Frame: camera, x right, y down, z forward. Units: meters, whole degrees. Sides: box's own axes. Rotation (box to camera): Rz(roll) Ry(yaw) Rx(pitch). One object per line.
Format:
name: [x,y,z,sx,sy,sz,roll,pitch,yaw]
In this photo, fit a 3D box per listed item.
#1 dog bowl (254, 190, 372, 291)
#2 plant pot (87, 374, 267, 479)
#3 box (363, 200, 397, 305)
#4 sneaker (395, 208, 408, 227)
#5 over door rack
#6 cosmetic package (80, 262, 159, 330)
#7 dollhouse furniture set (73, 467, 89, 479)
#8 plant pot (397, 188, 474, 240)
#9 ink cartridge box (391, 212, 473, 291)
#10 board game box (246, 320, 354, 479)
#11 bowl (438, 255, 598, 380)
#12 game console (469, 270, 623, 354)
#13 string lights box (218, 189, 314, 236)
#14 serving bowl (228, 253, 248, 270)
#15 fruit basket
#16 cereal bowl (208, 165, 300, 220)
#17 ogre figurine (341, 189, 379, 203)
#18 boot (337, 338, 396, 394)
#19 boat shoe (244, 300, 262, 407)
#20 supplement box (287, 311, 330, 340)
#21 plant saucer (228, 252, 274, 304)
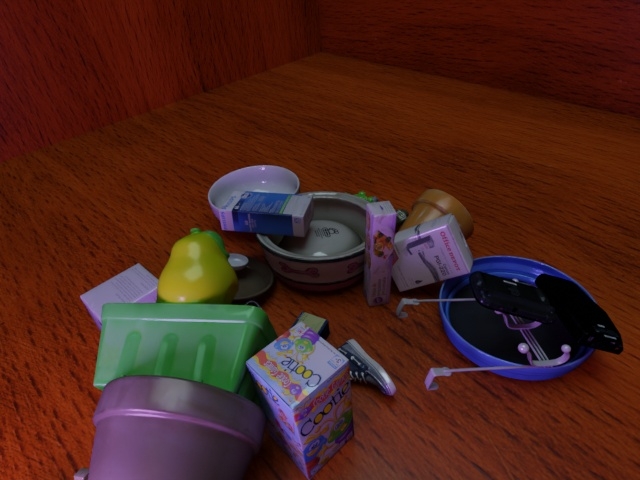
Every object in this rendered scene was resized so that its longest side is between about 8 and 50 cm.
dog bowl: [0.000,0.000,1.369,0.409,0.150,0.407,-2,34,1]
plant pot: [-0.282,0.437,0.769,0.324,0.323,0.280,1,49,9]
box: [0.159,0.044,1.170,0.063,0.323,0.067,-8,39,-7]
sneaker: [0.254,-0.078,1.426,0.086,0.192,0.064,-37,83,1]
over door rack: [0.368,0.198,1.000,0.325,0.108,0.239,-9,38,-3]
cosmetic package: [-0.541,0.193,1.219,0.151,0.151,0.184,28,49,36]
dollhouse furniture set: [-0.534,0.541,0.859,0.182,0.101,0.161,5,15,14]
plant pot: [0.342,-0.026,1.354,0.188,0.205,0.205,-42,49,-17]
ink cartridge box: [0.300,0.038,1.217,0.218,0.158,0.092,-22,13,29]
board game box: [-0.031,0.329,0.877,0.142,0.275,0.144,-33,46,-29]
bowl: [0.514,0.194,1.132,0.392,0.077,0.391,-4,39,3]
game console: [0.507,0.140,0.989,0.362,0.043,0.213,16,31,-11]
string lights box: [-0.161,-0.086,1.305,0.260,0.076,0.133,5,35,11]
serving bowl: [-0.268,0.071,1.334,0.084,0.027,0.083,8,25,-4]
fruit basket: [-0.275,0.178,0.958,0.393,0.282,0.391,-5,50,6]
cereal bowl: [-0.238,-0.143,1.609,0.340,0.141,0.338,-4,38,4]
ogre figurine: [0.144,-0.113,1.537,0.197,0.118,0.097,25,48,33]
boot: [0.096,0.325,1.042,0.086,0.069,0.190,-31,36,-17]
boat shoe: [-0.181,0.282,1.096,0.108,0.102,0.301,-4,38,3]
supplement box: [-0.031,0.249,1.154,0.083,0.056,0.083,15,43,24]
plant saucer: [-0.284,0.117,1.311,0.278,0.041,0.277,9,24,-4]
